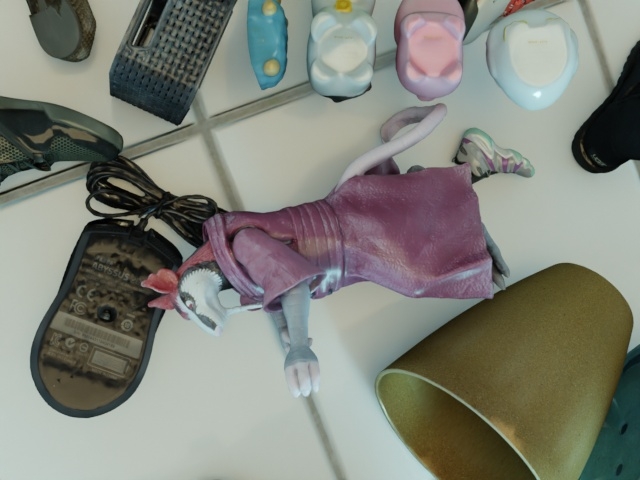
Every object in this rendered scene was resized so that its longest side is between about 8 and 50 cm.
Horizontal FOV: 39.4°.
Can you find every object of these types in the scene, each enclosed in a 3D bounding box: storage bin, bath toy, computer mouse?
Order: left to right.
[{"bbox_3d":[-0.214,0.062,0.967,0.188,0.072,0.272,27,73,-10],"label":"computer mouse"},{"bbox_3d":[-0.153,-0.196,0.915,0.084,0.180,0.122,23,86,-11],"label":"storage bin"},{"bbox_3d":[0.098,-0.214,0.967,0.348,0.129,0.151,6,89,0],"label":"bath toy"}]

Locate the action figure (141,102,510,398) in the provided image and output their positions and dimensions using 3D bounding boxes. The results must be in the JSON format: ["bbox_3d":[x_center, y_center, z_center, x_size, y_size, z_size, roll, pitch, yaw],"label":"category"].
[{"bbox_3d":[0.000,0.000,0.911,0.370,0.248,0.276,-8,92,-19],"label":"action figure"}]

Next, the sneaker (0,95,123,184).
[{"bbox_3d":[-0.322,-0.081,0.918,0.227,0.087,0.130,8,76,-10],"label":"sneaker"}]

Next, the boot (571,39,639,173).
[{"bbox_3d":[0.419,-0.178,1.032,0.094,0.207,0.246,43,81,-10],"label":"boot"}]

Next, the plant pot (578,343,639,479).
[{"bbox_3d":[0.490,0.285,1.010,0.334,0.341,0.341,22,86,-4],"label":"plant pot"}]

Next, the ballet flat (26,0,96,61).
[{"bbox_3d":[-0.294,-0.309,0.951,0.084,0.058,0.250,-21,90,24],"label":"ballet flat"}]

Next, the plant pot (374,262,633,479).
[{"bbox_3d":[0.231,0.147,1.000,0.254,0.237,0.237,-43,99,-23],"label":"plant pot"}]

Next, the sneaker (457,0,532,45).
[{"bbox_3d":[0.265,-0.318,1.055,0.145,0.090,0.270,31,81,-9],"label":"sneaker"}]

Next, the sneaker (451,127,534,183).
[{"bbox_3d":[0.203,-0.083,1.073,0.098,0.038,0.069,30,86,-2],"label":"sneaker"}]
